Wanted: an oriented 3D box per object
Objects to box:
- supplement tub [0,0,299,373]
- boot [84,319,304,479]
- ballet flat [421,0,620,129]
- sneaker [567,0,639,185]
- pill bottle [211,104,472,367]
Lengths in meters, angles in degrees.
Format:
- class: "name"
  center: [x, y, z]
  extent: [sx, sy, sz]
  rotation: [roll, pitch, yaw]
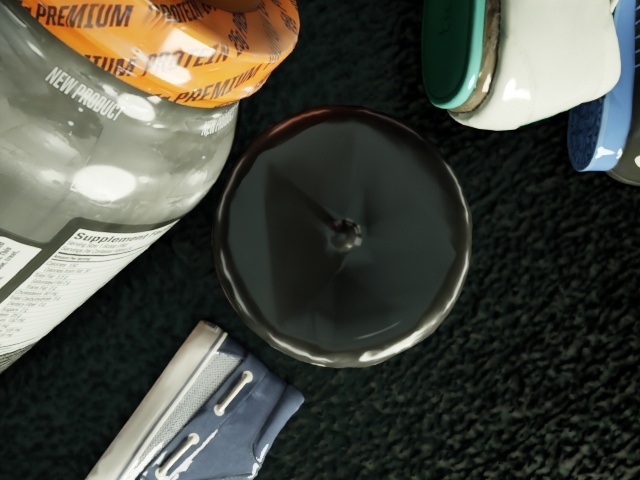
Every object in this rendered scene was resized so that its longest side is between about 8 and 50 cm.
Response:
- class: "supplement tub"
  center: [-0.183, -0.046, 0.467]
  extent: [0.338, 0.207, 0.207]
  rotation: [-38, 93, 27]
- class: "boot"
  center: [-0.093, 0.149, 0.606]
  extent: [0.086, 0.069, 0.190]
  rotation: [35, 83, -2]
- class: "ballet flat"
  center: [0.133, -0.268, 0.591]
  extent: [0.139, 0.139, 0.401]
  rotation: [0, 96, -6]
- class: "sneaker"
  center: [0.230, -0.151, 0.650]
  extent: [0.090, 0.081, 0.232]
  rotation: [9, 95, -9]
- class: "pill bottle"
  center: [0.000, 0.000, 0.546]
  extent: [0.122, 0.219, 0.123]
  rotation: [0, 88, -6]
